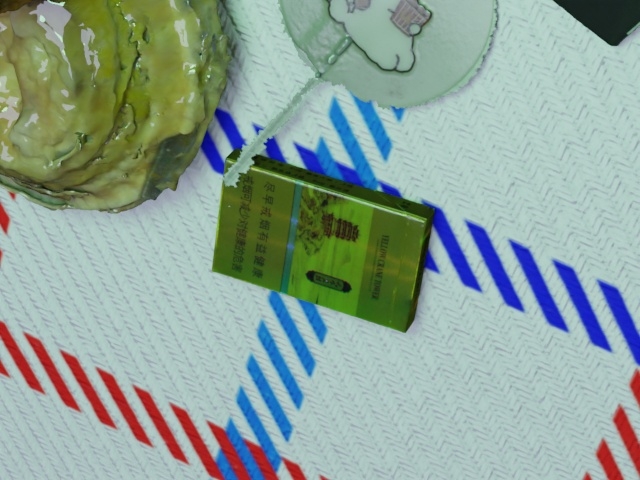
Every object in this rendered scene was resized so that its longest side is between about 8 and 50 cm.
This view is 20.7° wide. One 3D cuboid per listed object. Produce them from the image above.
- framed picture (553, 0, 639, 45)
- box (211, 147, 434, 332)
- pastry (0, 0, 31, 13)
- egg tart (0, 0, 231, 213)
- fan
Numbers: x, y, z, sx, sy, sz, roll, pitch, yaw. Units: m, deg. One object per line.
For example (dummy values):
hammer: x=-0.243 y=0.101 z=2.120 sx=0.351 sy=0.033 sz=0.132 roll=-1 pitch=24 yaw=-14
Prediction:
framed picture: x=0.170 y=-0.310 z=1.296 sx=0.324 sy=0.013 sz=0.244 roll=37 pitch=136 yaw=-10
box: x=0.000 y=0.000 z=1.576 sx=0.193 sy=0.030 sz=0.121 roll=17 pitch=122 yaw=14
pastry: x=-0.356 y=-0.320 z=1.278 sx=0.405 sy=0.337 sz=0.292 roll=34 pitch=151 yaw=-18
egg tart: x=-0.248 y=-0.166 z=1.528 sx=0.352 sy=0.150 sz=0.352 roll=12 pitch=119 yaw=22
fan: x=0.012 y=-0.154 z=1.483 sx=0.191 sy=0.009 sz=0.329 roll=43 pitch=119 yaw=-3
